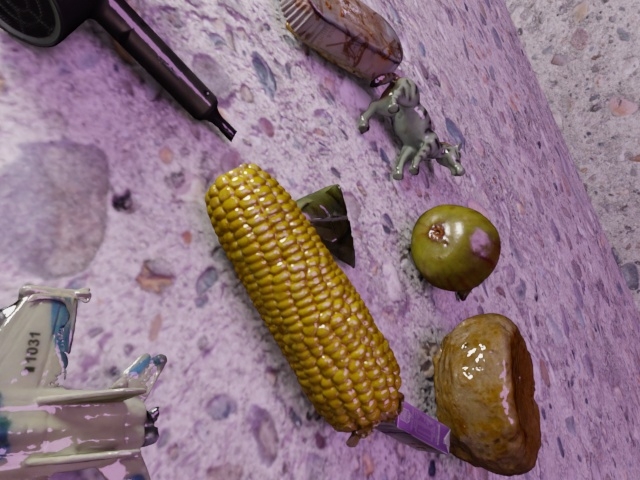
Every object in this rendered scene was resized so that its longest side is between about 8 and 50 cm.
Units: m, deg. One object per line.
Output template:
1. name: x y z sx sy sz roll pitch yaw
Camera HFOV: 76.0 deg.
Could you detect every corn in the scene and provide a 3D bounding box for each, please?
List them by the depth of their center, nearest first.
1. corn: -0.014 0.061 0.430 0.106 0.106 0.305 -34 96 -48

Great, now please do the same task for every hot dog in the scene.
1. hot dog: 0.040 -0.352 0.681 0.268 0.075 0.144 8 65 -42

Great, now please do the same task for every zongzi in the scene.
1. zongzi: 0.000 0.000 0.512 0.109 0.055 0.119 -30 107 -46

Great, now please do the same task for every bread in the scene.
1. bread: 0.247 0.226 0.614 0.230 0.123 0.230 24 60 -52

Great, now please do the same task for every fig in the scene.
1. fig: 0.239 0.024 0.679 0.186 0.142 0.148 18 87 -26

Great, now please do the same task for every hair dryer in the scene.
1. hair dryer: -0.168 -0.210 0.422 0.248 0.078 0.195 47 45 -35

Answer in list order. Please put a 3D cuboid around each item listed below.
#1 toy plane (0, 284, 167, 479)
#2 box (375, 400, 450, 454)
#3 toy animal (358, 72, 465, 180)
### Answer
1. toy plane: -0.217 0.107 0.222 0.262 0.088 0.192 12 59 -32
2. box: 0.117 0.241 0.531 0.117 0.051 0.036 38 53 -27
3. toy animal: 0.168 -0.178 0.739 0.255 0.090 0.170 42 52 -35
